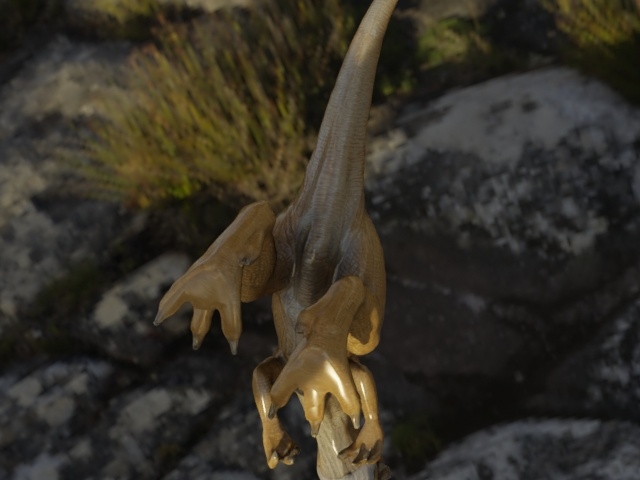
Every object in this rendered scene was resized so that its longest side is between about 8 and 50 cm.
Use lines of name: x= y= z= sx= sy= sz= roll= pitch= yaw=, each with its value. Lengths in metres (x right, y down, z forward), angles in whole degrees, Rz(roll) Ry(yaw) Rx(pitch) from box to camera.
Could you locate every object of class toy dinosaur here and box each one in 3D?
toy dinosaur: x=0.000 y=0.000 z=0.468 sx=0.064 sy=0.211 sz=0.112 roll=12 pitch=22 yaw=14
